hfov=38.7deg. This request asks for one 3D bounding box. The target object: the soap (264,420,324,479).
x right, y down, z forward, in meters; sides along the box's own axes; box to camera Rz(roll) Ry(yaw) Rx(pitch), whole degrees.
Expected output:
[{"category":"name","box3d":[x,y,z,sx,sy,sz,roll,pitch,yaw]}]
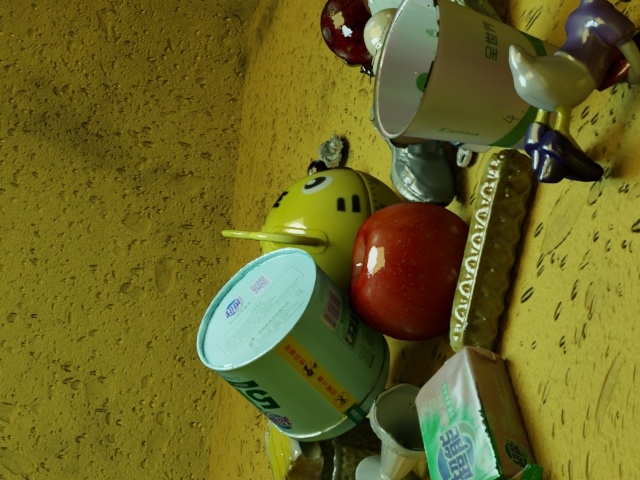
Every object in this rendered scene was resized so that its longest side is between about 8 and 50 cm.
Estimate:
[{"category":"soap","box3d":[-0.058,0.432,1.905,0.232,0.073,0.140,-114,40,-64]}]

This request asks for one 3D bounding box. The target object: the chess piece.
[{"category":"chess piece","box3d":[0.156,-0.320,1.722,0.143,0.143,0.261,-49,56,59]}]

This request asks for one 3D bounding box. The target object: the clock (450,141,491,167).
[{"category":"clock","box3d":[0.295,-0.247,1.735,0.155,0.063,0.229,-108,35,-57]}]

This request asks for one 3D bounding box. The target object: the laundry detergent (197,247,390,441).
[{"category":"laundry detergent","box3d":[-0.035,0.217,1.776,0.287,0.305,0.287,-29,33,21]}]

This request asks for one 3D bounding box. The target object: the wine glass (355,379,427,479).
[{"category":"wine glass","box3d":[0.151,0.380,1.659,0.165,0.165,0.196,-100,19,-51]}]

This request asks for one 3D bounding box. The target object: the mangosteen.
[{"category":"mangosteen","box3d":[0.112,-0.525,2.322,0.215,0.215,0.257,-98,-6,-48]}]

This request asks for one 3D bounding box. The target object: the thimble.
[{"category":"thimble","box3d":[0.051,0.496,1.892,0.271,0.150,0.271,-169,90,-74]}]

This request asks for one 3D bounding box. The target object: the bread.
[{"category":"bread","box3d":[0.288,0.024,1.545,0.084,0.077,0.367,18,97,57]}]

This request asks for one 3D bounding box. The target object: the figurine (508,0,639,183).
[{"category":"figurine","box3d":[0.368,-0.288,1.296,0.154,0.193,0.421,-130,58,-73]}]

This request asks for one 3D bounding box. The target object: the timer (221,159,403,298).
[{"category":"timer","box3d":[0.000,0.000,1.983,0.376,0.387,0.376,-171,90,-72]}]

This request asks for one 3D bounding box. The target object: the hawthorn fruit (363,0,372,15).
[{"category":"hawthorn fruit","box3d":[0.191,-0.578,2.082,0.208,0.208,0.248,168,101,-72]}]

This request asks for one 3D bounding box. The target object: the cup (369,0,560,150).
[{"category":"cup","box3d":[0.252,-0.271,1.526,0.253,0.274,0.253,-170,90,-72]}]

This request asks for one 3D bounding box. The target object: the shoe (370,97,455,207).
[{"category":"shoe","box3d":[0.207,-0.222,1.825,0.171,0.132,0.336,111,152,-44]}]

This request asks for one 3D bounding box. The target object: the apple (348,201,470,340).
[{"category":"apple","box3d":[0.168,0.058,1.691,0.260,0.216,0.260,-170,90,-77]}]

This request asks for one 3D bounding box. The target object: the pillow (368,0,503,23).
[{"category":"pillow","box3d":[0.218,-0.452,1.829,0.310,0.138,0.283,55,158,6]}]

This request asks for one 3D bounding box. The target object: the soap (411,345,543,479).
[{"category":"soap","box3d":[0.242,0.319,1.455,0.218,0.098,0.273,-57,25,35]}]

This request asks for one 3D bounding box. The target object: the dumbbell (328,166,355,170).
[{"category":"dumbbell","box3d":[0.052,-0.074,2.287,0.225,0.140,0.124,-100,8,-48]}]

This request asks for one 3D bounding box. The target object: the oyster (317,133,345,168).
[{"category":"oyster","box3d":[0.036,-0.249,2.604,0.105,0.056,0.177,-62,21,13]}]
